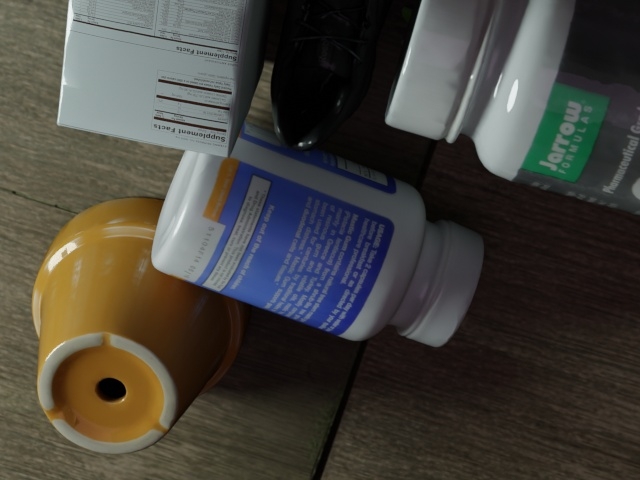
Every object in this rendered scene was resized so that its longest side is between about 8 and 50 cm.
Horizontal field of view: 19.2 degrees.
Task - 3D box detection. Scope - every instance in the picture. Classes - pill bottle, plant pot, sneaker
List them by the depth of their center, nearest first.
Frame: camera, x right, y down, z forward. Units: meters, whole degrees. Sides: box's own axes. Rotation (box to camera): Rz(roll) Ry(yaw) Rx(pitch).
[{"bbox_3d":[0.247,-0.128,1.560,0.361,0.204,0.204,15,119,-1],"label":"pill bottle"},{"bbox_3d":[0.020,-0.202,1.592,0.109,0.130,0.286,12,118,3],"label":"sneaker"},{"bbox_3d":[0.000,0.000,1.685,0.272,0.152,0.152,21,119,-11],"label":"pill bottle"},{"bbox_3d":[-0.177,0.093,1.741,0.205,0.188,0.205,3,119,5],"label":"plant pot"}]

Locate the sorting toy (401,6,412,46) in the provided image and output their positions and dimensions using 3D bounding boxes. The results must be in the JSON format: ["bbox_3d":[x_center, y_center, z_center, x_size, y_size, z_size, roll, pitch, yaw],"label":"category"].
[{"bbox_3d":[0.103,-0.174,1.663,0.062,0.012,0.083,-19,114,15],"label":"sorting toy"}]

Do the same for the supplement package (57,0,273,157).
[{"bbox_3d":[-0.118,-0.210,1.566,0.149,0.194,0.203,11,119,2],"label":"supplement package"}]
